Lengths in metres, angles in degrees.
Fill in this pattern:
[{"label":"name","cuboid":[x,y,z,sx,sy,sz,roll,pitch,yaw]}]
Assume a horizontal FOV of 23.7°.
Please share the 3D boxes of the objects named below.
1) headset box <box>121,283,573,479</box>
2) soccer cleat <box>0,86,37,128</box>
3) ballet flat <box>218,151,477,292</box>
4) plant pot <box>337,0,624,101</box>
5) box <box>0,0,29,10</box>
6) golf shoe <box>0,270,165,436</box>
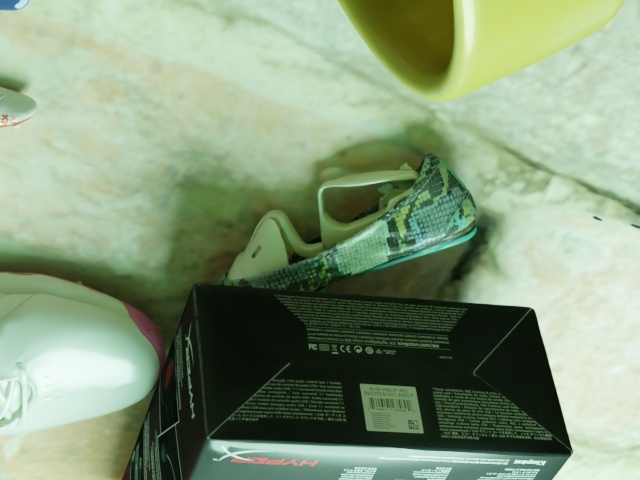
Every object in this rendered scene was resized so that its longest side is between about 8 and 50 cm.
[{"label":"headset box","cuboid":[-0.005,0.161,0.962,0.218,0.110,0.293,4,140,-17]},{"label":"soccer cleat","cuboid":[-0.198,-0.081,0.842,0.083,0.029,0.035,6,130,-6]},{"label":"ballet flat","cuboid":[0.000,0.000,0.918,0.188,0.070,0.070,-24,126,9]},{"label":"plant pot","cuboid":[0.106,-0.219,0.655,0.239,0.254,0.254,-24,128,-8]},{"label":"box","cuboid":[-0.262,-0.169,0.763,0.225,0.036,0.136,-1,127,-8]},{"label":"golf shoe","cuboid":[-0.244,0.095,0.902,0.306,0.140,0.115,-1,126,-8]}]
